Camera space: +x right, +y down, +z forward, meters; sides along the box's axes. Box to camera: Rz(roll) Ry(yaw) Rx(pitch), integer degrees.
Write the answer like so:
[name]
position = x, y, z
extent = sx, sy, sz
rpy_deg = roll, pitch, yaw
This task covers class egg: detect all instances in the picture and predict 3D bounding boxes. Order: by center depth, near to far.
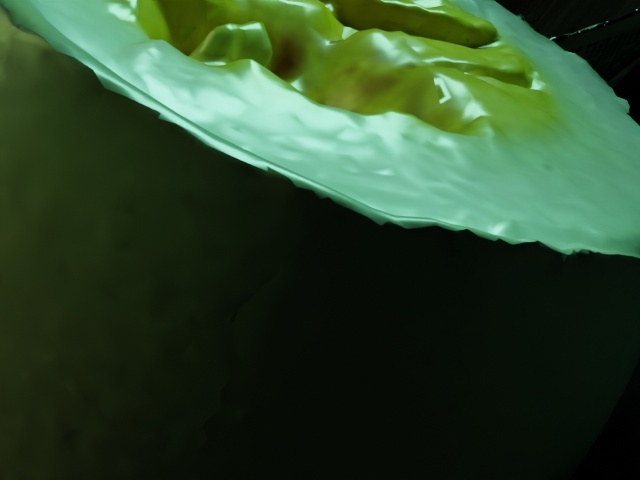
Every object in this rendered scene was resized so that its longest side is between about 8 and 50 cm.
[egg]
position = -0.055, 0.047, 0.728
extent = 0.354, 0.354, 0.340
rpy_deg = -67, 1, -66

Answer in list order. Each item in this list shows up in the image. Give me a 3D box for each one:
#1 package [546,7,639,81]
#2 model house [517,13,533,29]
[package]
position = 0.141, -0.106, 1.039
extent = 0.239, 0.030, 0.154
rpy_deg = -19, -6, -20
[model house]
position = 0.091, -0.128, 1.546
extent = 0.219, 0.207, 0.136
rpy_deg = 142, 127, -64
